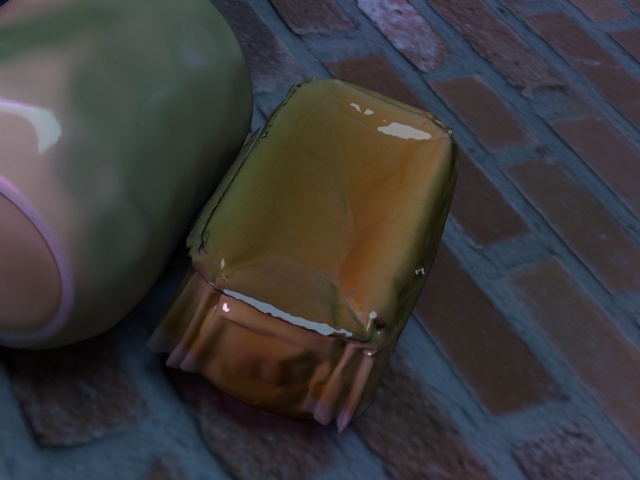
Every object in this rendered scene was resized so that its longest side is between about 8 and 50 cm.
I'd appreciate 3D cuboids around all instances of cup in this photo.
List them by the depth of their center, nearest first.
[{"bbox_3d":[-0.141,-0.082,0.557,0.173,0.255,0.202,21,41,7],"label":"cup"}]

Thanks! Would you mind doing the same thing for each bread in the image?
[{"bbox_3d":[0.000,0.000,0.637,0.136,0.107,0.241,23,42,1],"label":"bread"}]

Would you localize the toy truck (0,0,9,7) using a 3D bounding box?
[{"bbox_3d":[-0.312,-0.117,0.603,0.162,0.161,0.385,34,42,1],"label":"toy truck"}]
